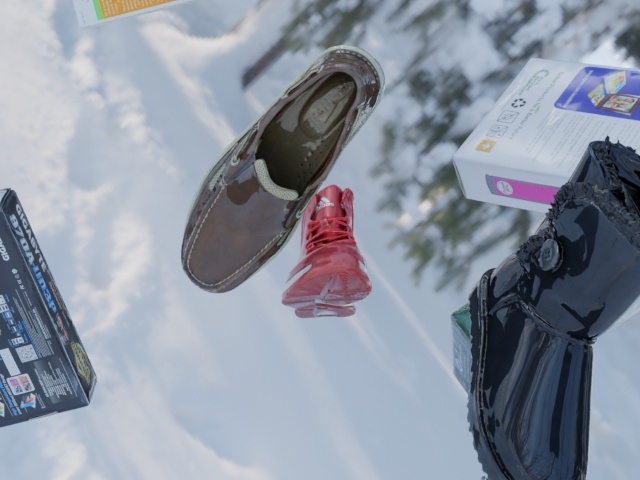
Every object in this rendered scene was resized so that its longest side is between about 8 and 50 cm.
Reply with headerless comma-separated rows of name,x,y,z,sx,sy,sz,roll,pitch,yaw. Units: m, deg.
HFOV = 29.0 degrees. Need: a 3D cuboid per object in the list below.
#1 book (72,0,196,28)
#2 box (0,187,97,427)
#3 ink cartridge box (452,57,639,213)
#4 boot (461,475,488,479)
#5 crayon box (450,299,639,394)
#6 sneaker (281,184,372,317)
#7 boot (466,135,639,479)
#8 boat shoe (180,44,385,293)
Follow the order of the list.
book,-0.154,-0.252,1.098,0.035,0.144,0.096,-79,156,-80
box,-0.330,0.076,1.157,0.051,0.175,0.220,-89,162,-63
ink cartridge box,0.327,-0.089,1.191,0.176,0.370,0.069,-50,133,-31
boot,0.180,0.384,1.570,0.246,0.083,0.161,19,73,-79
crayon box,0.326,0.083,1.644,0.083,0.323,0.203,54,-11,27
sneaker,0.000,0.000,1.191,0.221,0.087,0.128,117,-30,-76
boot,0.198,0.065,0.952,0.094,0.207,0.247,15,47,-18
boat shoe,-0.044,-0.057,1.054,0.095,0.257,0.095,33,15,-3
